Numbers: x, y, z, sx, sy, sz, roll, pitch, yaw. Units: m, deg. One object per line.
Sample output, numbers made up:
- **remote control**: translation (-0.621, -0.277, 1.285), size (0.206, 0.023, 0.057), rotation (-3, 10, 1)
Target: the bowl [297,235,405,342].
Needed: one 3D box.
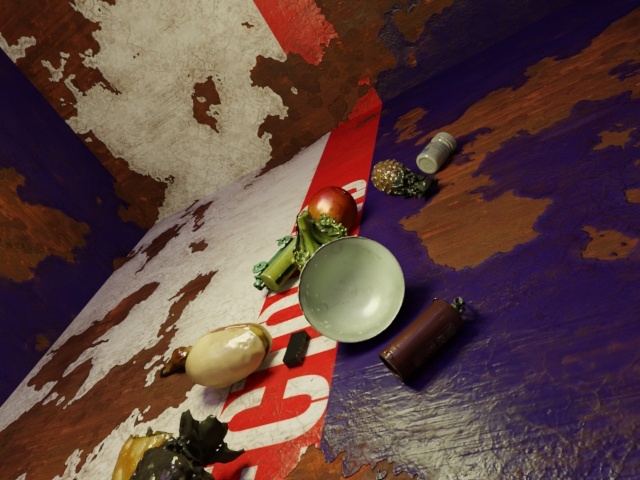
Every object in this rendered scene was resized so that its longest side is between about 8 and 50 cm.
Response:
- **bowl**: translation (0.099, 0.155, 1.444), size (0.313, 0.313, 0.146), rotation (-35, -20, 0)

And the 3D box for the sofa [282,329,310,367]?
- **sofa**: translation (-0.074, 0.338, 1.501), size (0.060, 0.039, 0.118), rotation (-23, 27, 27)

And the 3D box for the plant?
- **plant**: translation (-0.331, 0.580, 1.168), size (0.213, 0.215, 0.312), rotation (-11, 38, 35)

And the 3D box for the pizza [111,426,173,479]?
- **pizza**: translation (-0.514, 0.658, 1.418), size (0.229, 0.081, 0.289), rotation (-45, 26, -6)

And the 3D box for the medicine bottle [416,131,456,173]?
- **medicine bottle**: translation (0.482, -0.363, 1.997), size (0.105, 0.105, 0.168), rotation (1, 42, 52)

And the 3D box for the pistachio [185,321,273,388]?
- **pistachio**: translation (-0.302, 0.370, 1.557), size (0.299, 0.187, 0.187), rotation (-27, 25, 13)

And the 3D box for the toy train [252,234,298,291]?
- **toy train**: translation (-0.137, 0.093, 1.940), size (0.190, 0.126, 0.307), rotation (8, 46, 45)

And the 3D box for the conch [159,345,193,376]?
- **conch**: translation (-0.539, 0.451, 1.833), size (0.233, 0.080, 0.086), rotation (-20, 20, 31)

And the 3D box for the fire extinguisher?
- **fire extinguisher**: translation (0.272, 0.230, 1.203), size (0.269, 0.104, 0.105), rotation (-41, 25, -13)

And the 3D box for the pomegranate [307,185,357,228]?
- **pomegranate**: translation (0.046, -0.109, 1.985), size (0.210, 0.210, 0.235), rotation (29, 105, 63)

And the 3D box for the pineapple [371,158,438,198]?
- **pineapple**: translation (0.344, -0.245, 1.937), size (0.170, 0.141, 0.310), rotation (-18, 24, -26)

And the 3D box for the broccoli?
- **broccoli**: translation (0.013, 0.012, 1.780), size (0.180, 0.273, 0.242), rotation (23, 56, 23)
